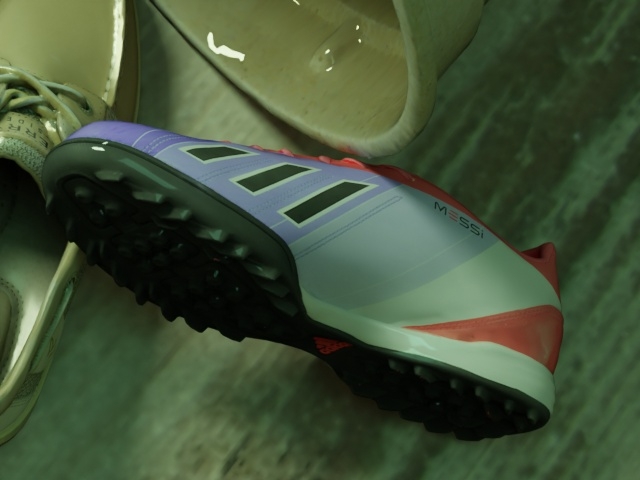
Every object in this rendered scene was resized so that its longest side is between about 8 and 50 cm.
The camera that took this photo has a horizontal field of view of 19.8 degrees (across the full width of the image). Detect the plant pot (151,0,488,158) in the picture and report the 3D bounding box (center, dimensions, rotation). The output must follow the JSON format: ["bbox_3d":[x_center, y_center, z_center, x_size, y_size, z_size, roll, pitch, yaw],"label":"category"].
[{"bbox_3d":[0.043,-0.266,0.929,0.305,0.334,0.334,-41,89,-16],"label":"plant pot"}]

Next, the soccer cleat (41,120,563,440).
[{"bbox_3d":[0.000,0.000,0.957,0.318,0.108,0.116,27,62,-28],"label":"soccer cleat"}]

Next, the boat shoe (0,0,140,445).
[{"bbox_3d":[-0.153,-0.042,0.952,0.109,0.098,0.302,16,71,-11],"label":"boat shoe"}]
